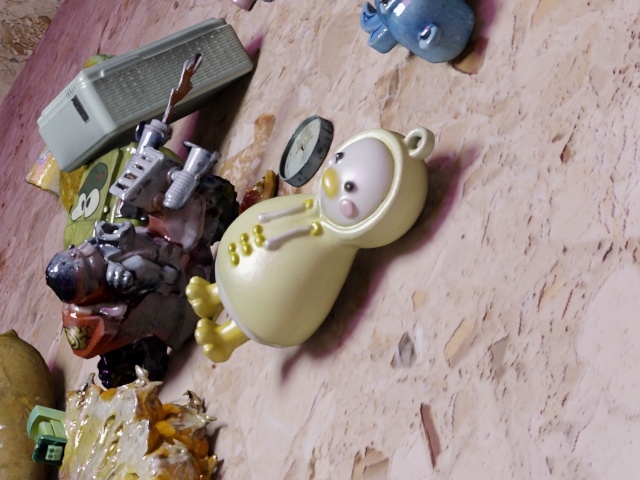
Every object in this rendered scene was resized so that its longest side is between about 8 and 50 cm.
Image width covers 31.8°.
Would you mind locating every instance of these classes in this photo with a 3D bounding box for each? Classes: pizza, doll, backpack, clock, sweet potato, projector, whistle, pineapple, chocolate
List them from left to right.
[{"bbox_3d":[-0.426,0.263,1.557,0.130,0.130,0.423,-56,29,16],"label":"sweet potato"},{"bbox_3d":[-0.504,-0.196,2.235,0.219,0.085,0.085,-63,24,-6],"label":"chocolate"},{"bbox_3d":[-0.257,0.004,1.476,0.207,0.140,0.253,-16,59,60],"label":"backpack"},{"bbox_3d":[-0.197,0.230,1.153,0.186,0.114,0.236,-62,27,1],"label":"pineapple"},{"bbox_3d":[-0.244,-0.203,1.540,0.256,0.099,0.192,-32,3,-35],"label":"projector"},{"bbox_3d":[-0.082,-0.039,1.296,0.078,0.025,0.083,-31,40,48],"label":"pizza"},{"bbox_3d":[-0.017,-0.099,1.240,0.085,0.017,0.085,-44,31,35],"label":"clock"},{"bbox_3d":[-0.009,-0.004,1.006,0.296,0.117,0.141,-48,37,30],"label":"doll"},{"bbox_3d":[0.098,-0.257,1.101,0.180,0.093,0.269,-47,23,31],"label":"whistle"}]

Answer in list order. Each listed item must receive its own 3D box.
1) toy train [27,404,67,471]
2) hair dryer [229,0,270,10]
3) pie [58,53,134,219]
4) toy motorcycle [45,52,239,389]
[{"bbox_3d":[-0.328,0.252,1.427,0.050,0.081,0.122,-66,23,8],"label":"toy train"},{"bbox_3d":[-0.094,-0.362,1.643,0.063,0.037,0.114,-60,32,12],"label":"hair dryer"},{"bbox_3d":[-0.365,-0.160,1.837,0.302,0.066,0.303,-23,63,58],"label":"pie"},{"bbox_3d":[-0.190,-0.021,1.282,0.134,0.207,0.401,24,86,45],"label":"toy motorcycle"}]
